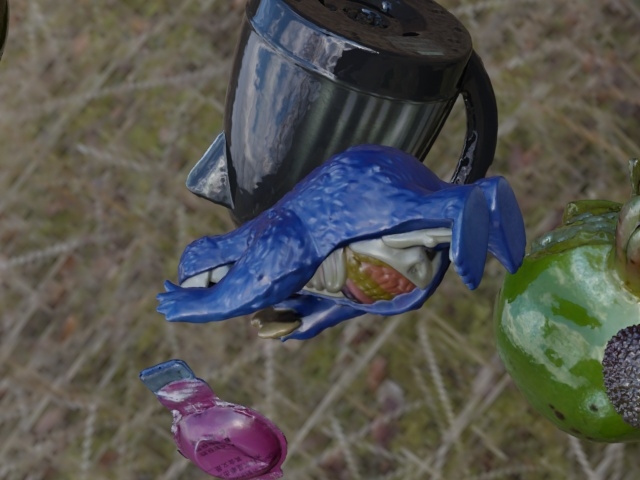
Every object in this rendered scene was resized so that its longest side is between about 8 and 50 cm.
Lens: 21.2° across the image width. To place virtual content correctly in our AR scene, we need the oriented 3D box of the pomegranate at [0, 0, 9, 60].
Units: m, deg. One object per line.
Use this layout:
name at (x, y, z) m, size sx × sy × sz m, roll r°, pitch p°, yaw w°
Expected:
pomegranate at (-0.250, -0.144, 1.008) m, size 0.156 × 0.156 × 0.220 m, roll -42°, pitch 15°, yaw 16°

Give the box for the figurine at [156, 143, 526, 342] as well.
figurine at (0.008, 0.000, 1.200) m, size 0.262 × 0.164 × 0.120 m, roll -11°, pitch 80°, yaw 12°

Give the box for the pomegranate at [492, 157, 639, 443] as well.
pomegranate at (0.282, 0.049, 1.528) m, size 0.302 × 0.236 × 0.236 m, roll 110°, pitch 179°, yaw -57°

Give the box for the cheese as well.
cheese at (-0.083, 0.144, 1.329) m, size 0.095 × 0.145 × 0.038 m, roll -21°, pitch 35°, yaw 29°

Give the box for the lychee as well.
lychee at (0.222, 0.087, 1.146) m, size 0.067 × 0.068 × 0.083 m, roll 8°, pitch 98°, yaw 17°

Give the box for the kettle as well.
kettle at (0.012, -0.102, 1.597) m, size 0.207 × 0.251 × 0.271 m, roll 40°, pitch 121°, yaw 31°
